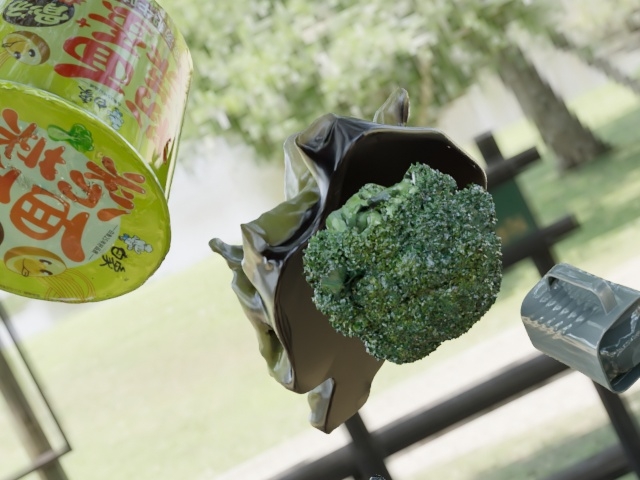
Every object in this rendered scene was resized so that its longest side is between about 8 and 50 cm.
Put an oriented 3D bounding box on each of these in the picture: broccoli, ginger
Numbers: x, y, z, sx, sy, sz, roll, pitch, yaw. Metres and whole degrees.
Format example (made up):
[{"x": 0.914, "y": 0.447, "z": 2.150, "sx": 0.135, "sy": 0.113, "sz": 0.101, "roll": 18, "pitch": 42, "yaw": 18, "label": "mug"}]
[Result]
[{"x": 0.075, "y": 0.021, "z": 1.613, "sx": 0.156, "sy": 0.195, "sz": 0.195, "roll": 26, "pitch": 42, "yaw": 34, "label": "broccoli"}, {"x": 0.000, "y": 0.000, "z": 2.026, "sx": 0.358, "sy": 0.211, "sz": 0.413, "roll": -58, "pitch": -32, "yaw": -7, "label": "ginger"}]

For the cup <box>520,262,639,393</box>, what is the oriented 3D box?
[{"x": 0.285, "y": 0.080, "z": 1.922, "sx": 0.095, "sy": 0.128, "sz": 0.129, "roll": -44, "pitch": 41, "yaw": -19, "label": "cup"}]

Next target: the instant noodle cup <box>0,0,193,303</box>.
[{"x": -0.268, "y": -0.118, "z": 1.794, "sx": 0.311, "sy": 0.311, "sz": 0.221, "roll": -22, "pitch": 36, "yaw": 34, "label": "instant noodle cup"}]

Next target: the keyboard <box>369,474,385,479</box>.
[{"x": 0.114, "y": 0.304, "z": 1.475, "sx": 0.016, "sy": 0.262, "sz": 0.106, "roll": -25, "pitch": -37, "yaw": -23, "label": "keyboard"}]
